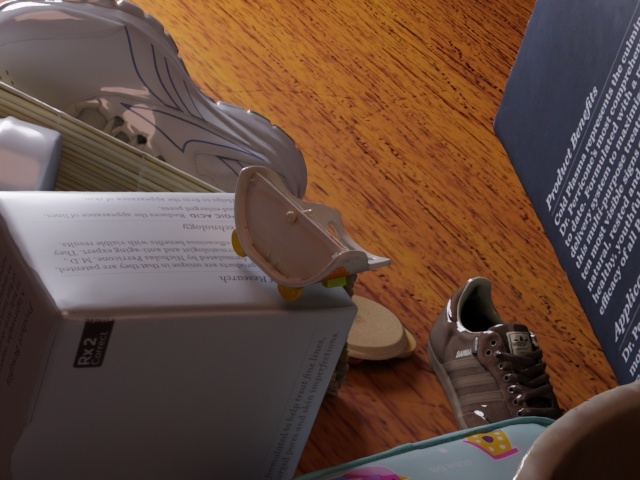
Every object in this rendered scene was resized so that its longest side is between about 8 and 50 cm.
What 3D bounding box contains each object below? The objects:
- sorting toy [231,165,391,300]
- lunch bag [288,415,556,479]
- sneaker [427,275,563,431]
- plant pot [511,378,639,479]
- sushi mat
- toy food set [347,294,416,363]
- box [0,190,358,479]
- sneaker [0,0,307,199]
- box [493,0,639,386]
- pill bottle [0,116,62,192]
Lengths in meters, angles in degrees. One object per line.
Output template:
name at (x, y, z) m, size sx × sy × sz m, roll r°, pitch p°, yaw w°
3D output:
sorting toy at (0.000, 0.000, 0.841) m, size 0.075 × 0.045 × 0.083 m, roll -2°, pitch 37°, yaw -49°
lunch bag at (0.106, 0.207, 0.834) m, size 0.279 × 0.107 × 0.224 m, roll -8°, pitch 37°, yaw -39°
sneaker at (0.127, 0.097, 1.082) m, size 0.066 × 0.071 × 0.188 m, roll 2°, pitch 31°, yaw -27°
plant pot at (0.177, 0.267, 0.555) m, size 0.334 × 0.305 × 0.334 m, roll 13°, pitch 28°, yaw -7°
sushi mat at (-0.118, -0.008, 1.059) m, size 0.317 × 0.151 × 0.019 m, roll 26°, pitch 55°, yaw 15°
toy food set at (0.025, 0.065, 1.137) m, size 0.083 × 0.020 × 0.083 m, roll 33°, pitch 32°, yaw 27°
box at (-0.104, 0.076, 0.872) m, size 0.182 × 0.181 × 0.119 m, roll 0°, pitch 35°, yaw -32°
sneaker at (-0.122, -0.072, 1.125) m, size 0.297 × 0.111 × 0.129 m, roll 32°, pitch 35°, yaw -28°
box at (0.433, -0.045, 1.085) m, size 0.480 × 0.297 × 0.471 m, roll 9°, pitch 33°, yaw -16°
pill bottle at (-0.325, -0.047, 0.981) m, size 0.302 × 0.169 × 0.169 m, roll 15°, pitch 28°, yaw -5°
